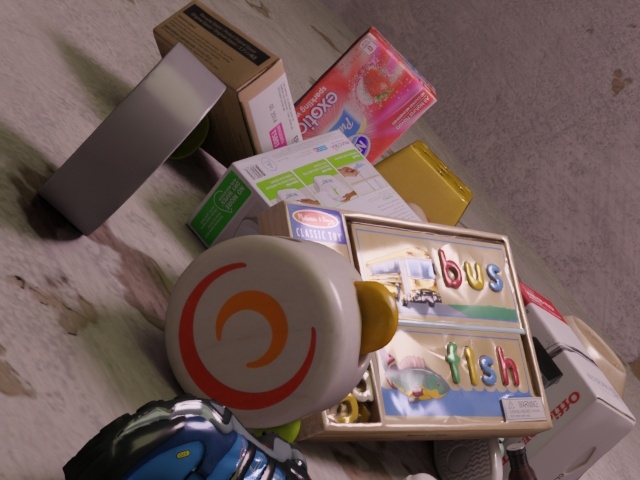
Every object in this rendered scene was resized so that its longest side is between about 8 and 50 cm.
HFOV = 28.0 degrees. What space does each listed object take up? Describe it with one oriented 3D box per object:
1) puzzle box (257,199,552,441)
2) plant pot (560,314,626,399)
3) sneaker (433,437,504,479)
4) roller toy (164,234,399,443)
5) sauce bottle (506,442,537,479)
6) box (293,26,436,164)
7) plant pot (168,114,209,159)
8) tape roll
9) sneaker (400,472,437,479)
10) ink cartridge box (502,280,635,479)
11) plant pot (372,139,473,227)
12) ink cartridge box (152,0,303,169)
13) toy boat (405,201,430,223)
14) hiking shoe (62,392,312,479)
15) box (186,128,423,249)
[{"bbox_3d":[0.112,0.104,1.548,0.409,0.052,0.272,7,65,-43],"label":"puzzle box"},{"bbox_3d":[0.392,0.234,2.130,0.284,0.191,0.284,41,15,-13],"label":"plant pot"},{"bbox_3d":[0.218,0.278,1.718,0.151,0.094,0.256,40,16,-30],"label":"sneaker"},{"bbox_3d":[-0.045,0.088,1.295,0.191,0.209,0.146,43,12,15],"label":"roller toy"},{"bbox_3d":[0.271,0.333,1.702,0.042,0.042,0.128,-60,135,-75],"label":"sauce bottle"},{"bbox_3d":[0.026,-0.173,2.002,0.154,0.300,0.142,45,12,-7],"label":"box"},{"bbox_3d":[-0.212,-0.169,1.798,0.079,0.083,0.083,41,10,33],"label":"plant pot"},{"bbox_3d":[-0.199,-0.108,1.358,0.072,0.219,0.219,42,15,-11],"label":"tape roll"},{"bbox_3d":[0.185,0.319,1.364,0.108,0.169,0.292,34,17,-31],"label":"sneaker"},{"bbox_3d":[0.308,0.224,1.905,0.114,0.197,0.273,31,20,-40],"label":"ink cartridge box"},{"bbox_3d":[0.153,-0.062,2.280,0.212,0.187,0.212,46,15,2],"label":"plant pot"},{"bbox_3d":[-0.123,-0.196,1.809,0.193,0.088,0.234,38,-23,32],"label":"ink cartridge box"},{"bbox_3d":[0.120,0.037,2.078,0.231,0.151,0.151,-99,173,-65],"label":"toy boat"},{"bbox_3d":[-0.076,0.212,1.036,0.304,0.113,0.132,24,25,-55],"label":"hiking shoe"},{"bbox_3d":[0.002,-0.008,1.686,0.231,0.127,0.262,48,33,11],"label":"box"}]
